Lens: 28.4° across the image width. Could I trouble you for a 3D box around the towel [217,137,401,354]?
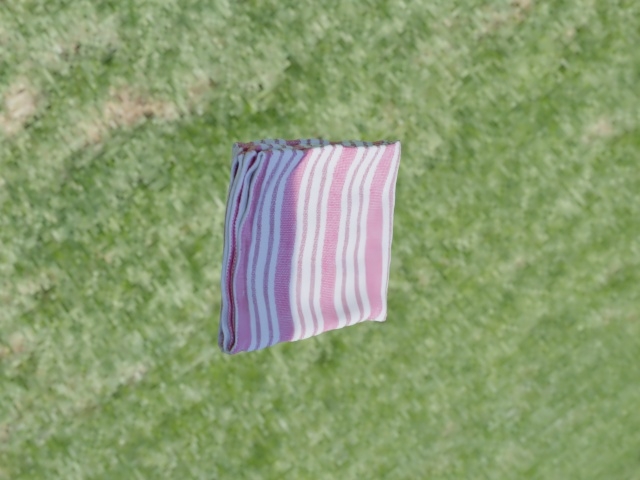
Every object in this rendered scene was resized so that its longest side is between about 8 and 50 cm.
[{"bbox_3d":[0.000,0.000,0.901,0.197,0.029,0.144,-7,105,-53],"label":"towel"}]
